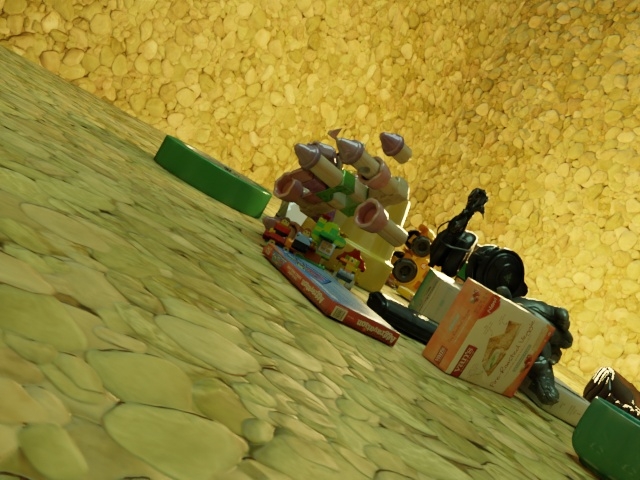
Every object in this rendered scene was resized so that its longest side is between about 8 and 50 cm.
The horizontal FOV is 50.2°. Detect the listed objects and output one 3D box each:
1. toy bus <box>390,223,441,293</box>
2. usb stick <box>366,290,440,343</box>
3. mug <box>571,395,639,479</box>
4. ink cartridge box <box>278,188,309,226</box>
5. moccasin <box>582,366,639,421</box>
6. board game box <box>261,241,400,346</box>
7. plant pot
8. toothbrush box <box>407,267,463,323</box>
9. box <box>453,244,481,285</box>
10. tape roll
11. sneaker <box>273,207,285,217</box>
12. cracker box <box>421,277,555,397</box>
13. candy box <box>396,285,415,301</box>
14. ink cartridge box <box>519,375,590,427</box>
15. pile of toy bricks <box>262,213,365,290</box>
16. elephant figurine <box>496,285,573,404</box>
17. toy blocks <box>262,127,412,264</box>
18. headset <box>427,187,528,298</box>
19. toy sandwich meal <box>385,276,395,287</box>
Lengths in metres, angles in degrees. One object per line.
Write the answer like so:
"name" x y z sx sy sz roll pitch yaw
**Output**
"toy bus" 0.341 0.087 2.244 0.211 0.220 0.149 36 6 -9
"usb stick" 0.205 0.174 1.331 0.278 0.045 0.077 29 6 -26
"mug" 0.452 0.313 1.033 0.129 0.097 0.157 33 4 35
"ink cartridge box" 0.019 -0.030 1.944 0.296 0.066 0.261 30 43 -18
"moccasin" 0.740 0.410 1.624 0.147 0.139 0.380 31 4 -4
"board game box" 0.009 0.084 1.153 0.145 0.027 0.281 30 4 -30
"plant pot" 0.094 -0.032 1.703 0.254 0.239 0.254 30 3 -2
"toothbrush box" 0.338 0.181 1.650 0.216 0.126 0.295 30 5 3
"box" 0.543 0.165 2.327 0.103 0.261 0.184 29 5 -22
"tape roll" -0.285 -0.171 1.827 0.321 0.077 0.321 31 4 -3
"sneaker" -0.065 -0.056 2.054 0.132 0.086 0.229 35 14 -1
"cracker box" 0.301 0.177 1.205 0.232 0.156 0.067 26 6 -41
"candy box" 0.321 0.198 1.992 0.206 0.027 0.105 33 6 22
"ink cartridge box" 0.537 0.348 1.504 0.238 0.060 0.275 29 4 -9
"pile of toy bricks" 0.000 0.000 1.335 0.212 0.105 0.118 27 -18 0
"elephant figurine" 0.409 0.203 1.368 0.186 0.170 0.239 3 10 33
"toy blocks" 0.017 -0.145 1.469 0.288 0.309 0.260 -15 -36 39
"headset" 0.383 0.027 1.646 0.243 0.185 0.394 31 -6 35
"toy sandwich meal" 0.203 0.118 2.113 0.085 0.029 0.085 30 4 -2
